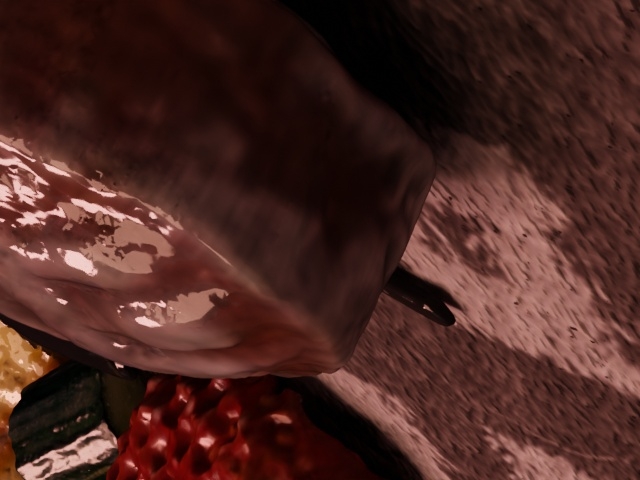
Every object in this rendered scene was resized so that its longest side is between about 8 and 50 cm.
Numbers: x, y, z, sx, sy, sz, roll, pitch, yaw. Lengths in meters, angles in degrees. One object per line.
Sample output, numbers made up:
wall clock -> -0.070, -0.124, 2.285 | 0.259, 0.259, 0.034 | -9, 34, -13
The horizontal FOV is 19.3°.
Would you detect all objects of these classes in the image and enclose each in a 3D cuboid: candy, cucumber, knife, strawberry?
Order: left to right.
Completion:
cucumber -> -0.168, 0.148, 1.394 | 0.115, 0.062, 0.116 | -27, 100, 38
candy -> -0.088, -0.041, 0.758 | 0.289, 0.157, 0.214 | 13, 161, 44
strawberry -> -0.042, 0.203, 1.224 | 0.265, 0.149, 0.336 | 40, 161, 10
knife -> 0.000, 0.000, 0.900 | 0.170, 0.010, 0.023 | 30, 159, 37

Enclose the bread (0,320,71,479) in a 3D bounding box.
bread -> -0.267, 0.186, 1.499 | 0.263, 0.236, 0.198 | 40, 162, 3

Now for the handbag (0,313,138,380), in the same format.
handbag -> -0.224, -0.027, 1.178 | 0.211, 0.089, 0.254 | 25, 151, 47
